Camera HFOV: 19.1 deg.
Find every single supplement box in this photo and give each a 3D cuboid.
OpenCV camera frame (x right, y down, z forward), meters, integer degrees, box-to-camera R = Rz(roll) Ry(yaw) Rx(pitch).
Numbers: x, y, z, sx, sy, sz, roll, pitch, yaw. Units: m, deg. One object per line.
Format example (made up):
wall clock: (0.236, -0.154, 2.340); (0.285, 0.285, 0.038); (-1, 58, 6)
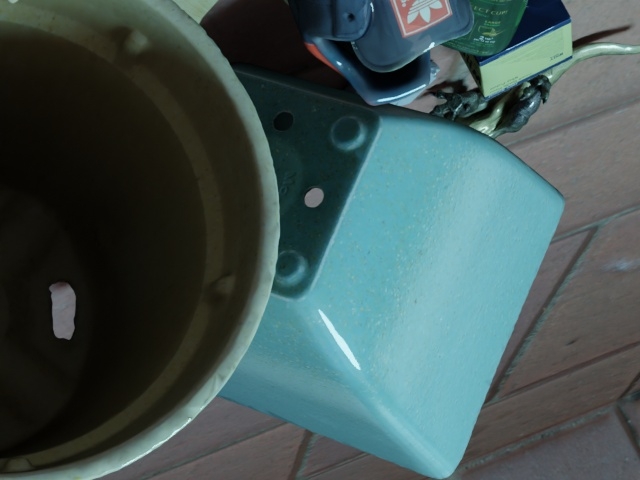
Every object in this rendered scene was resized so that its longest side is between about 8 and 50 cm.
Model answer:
supplement box: (0.156, -0.168, 1.550); (0.083, 0.056, 0.083); (-26, 161, 0)

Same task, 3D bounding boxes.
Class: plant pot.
plant pot: (0.000, 0.000, 1.413); (0.248, 0.247, 0.252); (-67, 153, -10)
plant pot: (-0.224, 0.018, 1.219); (0.333, 0.334, 0.305); (-19, 170, -20)

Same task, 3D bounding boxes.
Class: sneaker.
sneaker: (0.040, -0.198, 1.182); (0.131, 0.148, 0.350); (-24, 161, -6)

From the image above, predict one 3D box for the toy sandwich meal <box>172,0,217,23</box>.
toy sandwich meal: (-0.082, -0.175, 1.269); (0.085, 0.029, 0.085); (-23, 161, -8)

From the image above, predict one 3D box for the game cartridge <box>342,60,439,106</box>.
game cartridge: (0.055, -0.129, 1.592); (0.083, 0.017, 0.056); (-7, 150, -44)

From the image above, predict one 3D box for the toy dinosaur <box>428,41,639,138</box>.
toy dinosaur: (0.162, -0.119, 1.694); (0.268, 0.064, 0.118); (-32, 167, 11)

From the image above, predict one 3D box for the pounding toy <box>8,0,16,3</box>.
pounding toy: (-0.124, -0.251, 0.934); (0.206, 0.094, 0.181); (-45, 164, -13)

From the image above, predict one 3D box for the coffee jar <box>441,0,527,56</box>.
coffee jar: (0.116, -0.210, 1.329); (0.096, 0.079, 0.184); (21, 153, -2)
